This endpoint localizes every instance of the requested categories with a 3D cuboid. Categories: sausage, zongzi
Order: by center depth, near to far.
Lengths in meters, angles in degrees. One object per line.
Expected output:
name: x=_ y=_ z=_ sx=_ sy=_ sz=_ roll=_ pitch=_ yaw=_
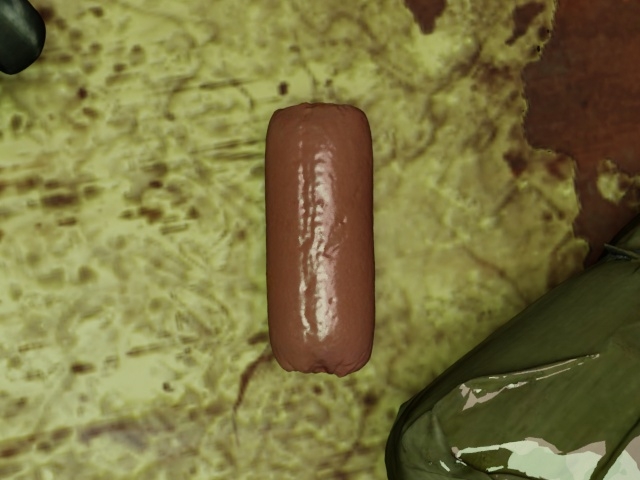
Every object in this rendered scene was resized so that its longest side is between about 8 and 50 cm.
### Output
zongzi: x=0.281 y=0.114 z=0.700 sx=0.393 sy=0.174 sz=0.356 roll=-41 pitch=86 yaw=-19
sausage: x=0.000 y=0.000 z=0.722 sx=0.062 sy=0.062 sz=0.154 roll=-1 pitch=88 yaw=-8

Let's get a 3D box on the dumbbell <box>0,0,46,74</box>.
dumbbell: x=-0.289 y=-0.025 z=0.625 sx=0.179 sy=0.179 sz=0.406 roll=33 pitch=83 yaw=-6
